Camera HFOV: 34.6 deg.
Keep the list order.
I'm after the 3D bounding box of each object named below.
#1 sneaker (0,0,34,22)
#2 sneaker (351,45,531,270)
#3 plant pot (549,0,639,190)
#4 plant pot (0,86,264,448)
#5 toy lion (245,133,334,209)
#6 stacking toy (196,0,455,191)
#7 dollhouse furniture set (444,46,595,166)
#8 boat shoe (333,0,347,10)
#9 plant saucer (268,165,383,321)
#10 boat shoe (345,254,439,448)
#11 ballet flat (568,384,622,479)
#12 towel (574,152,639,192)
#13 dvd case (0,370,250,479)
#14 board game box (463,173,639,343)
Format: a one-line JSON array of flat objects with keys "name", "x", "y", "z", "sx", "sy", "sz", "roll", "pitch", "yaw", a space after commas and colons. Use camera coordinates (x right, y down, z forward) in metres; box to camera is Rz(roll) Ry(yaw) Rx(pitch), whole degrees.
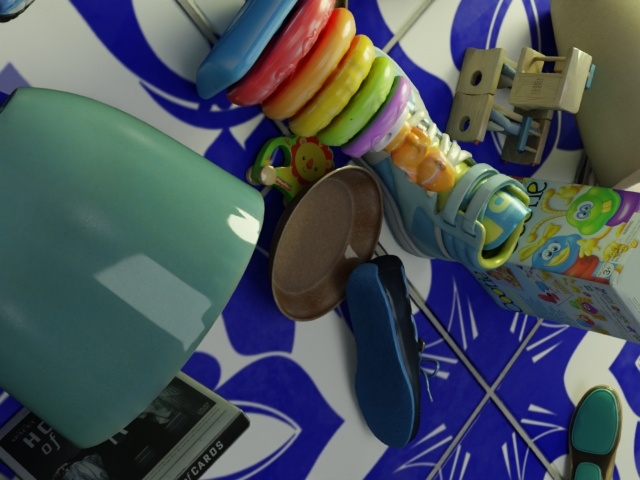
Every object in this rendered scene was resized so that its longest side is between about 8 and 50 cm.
[{"name": "sneaker", "x": -0.288, "y": -0.283, "z": 0.980, "sx": 0.073, "sy": 0.063, "sz": 0.162, "roll": 24, "pitch": 75, "yaw": -27}, {"name": "sneaker", "x": 0.144, "y": -0.094, "z": 1.226, "sx": 0.127, "sy": 0.208, "sz": 0.319, "roll": -45, "pitch": 124, "yaw": -18}, {"name": "plant pot", "x": 0.430, "y": -0.239, "z": 1.390, "sx": 0.256, "sy": 0.256, "sz": 0.274, "roll": -22, "pitch": 78, "yaw": -32}, {"name": "plant pot", "x": -0.234, "y": 0.003, "z": 0.936, "sx": 0.235, "sy": 0.293, "sz": 0.293, "roll": 38, "pitch": 76, "yaw": -20}, {"name": "toy lion", "x": -0.029, "y": -0.090, "z": 1.219, "sx": 0.100, "sy": 0.034, "sz": 0.096, "roll": 33, "pitch": 72, "yaw": -35}, {"name": "stacking toy", "x": 0.033, "y": -0.152, "z": 1.110, "sx": 0.302, "sy": 0.175, "sz": 0.165, "roll": 37, "pitch": 78, "yaw": -14}, {"name": "dollhouse furniture set", "x": 0.279, "y": -0.168, "z": 1.332, "sx": 0.129, "sy": 0.184, "sz": 0.129, "roll": 15, "pitch": 90, "yaw": -37}, {"name": "boat shoe", "x": 0.010, "y": -0.276, "z": 1.199, "sx": 0.056, "sy": 0.048, "sz": 0.153, "roll": 2, "pitch": 97, "yaw": -36}, {"name": "plant saucer", "x": 0.000, "y": 0.000, "z": 1.222, "sx": 0.199, "sy": 0.036, "sz": 0.198, "roll": -31, "pitch": 134, "yaw": -39}, {"name": "boat shoe", "x": 0.102, "y": 0.142, "z": 1.304, "sx": 0.089, "sy": 0.109, "sz": 0.258, "roll": -33, "pitch": 128, "yaw": -46}, {"name": "ballet flat", "x": 0.429, "y": 0.334, "z": 1.619, "sx": 0.073, "sy": 0.080, "sz": 0.232, "roll": -5, "pitch": 106, "yaw": -64}, {"name": "towel", "x": 0.542, "y": -0.186, "z": 1.606, "sx": 0.317, "sy": 0.053, "sz": 0.331, "roll": 15, "pitch": 89, "yaw": -36}, {"name": "dvd case", "x": -0.204, "y": 0.190, "z": 1.009, "sx": 0.179, "sy": 0.239, "sz": 0.029, "roll": -45, "pitch": 132, "yaw": -21}, {"name": "board game box", "x": 0.336, "y": 0.020, "z": 1.351, "sx": 0.144, "sy": 0.275, "sz": 0.142, "roll": 46, "pitch": 71, "yaw": -33}]
